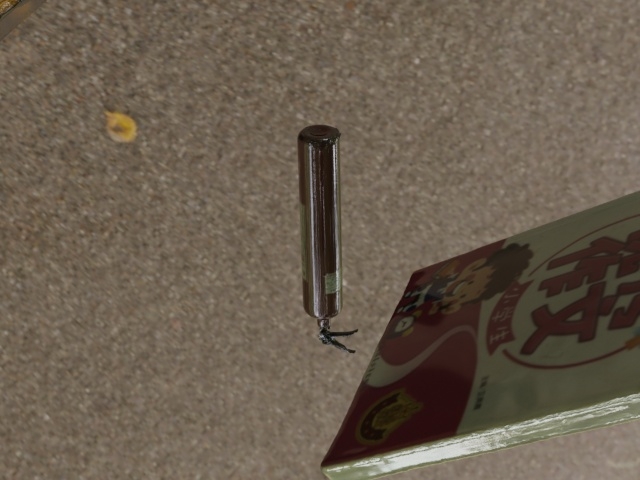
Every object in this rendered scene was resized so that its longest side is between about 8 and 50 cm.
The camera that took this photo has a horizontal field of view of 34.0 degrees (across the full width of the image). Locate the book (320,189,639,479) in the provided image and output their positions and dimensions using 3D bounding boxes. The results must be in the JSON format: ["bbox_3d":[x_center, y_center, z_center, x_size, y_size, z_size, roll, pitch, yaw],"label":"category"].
[{"bbox_3d":[0.116,0.033,0.489,0.022,0.231,0.162,53,39,-19],"label":"book"}]

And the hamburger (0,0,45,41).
[{"bbox_3d":[-0.295,-0.221,0.764,0.294,0.276,0.179,-36,104,17],"label":"hamburger"}]

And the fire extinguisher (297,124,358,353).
[{"bbox_3d":[0.000,0.000,0.730,0.035,0.049,0.173,-15,122,-23],"label":"fire extinguisher"}]
